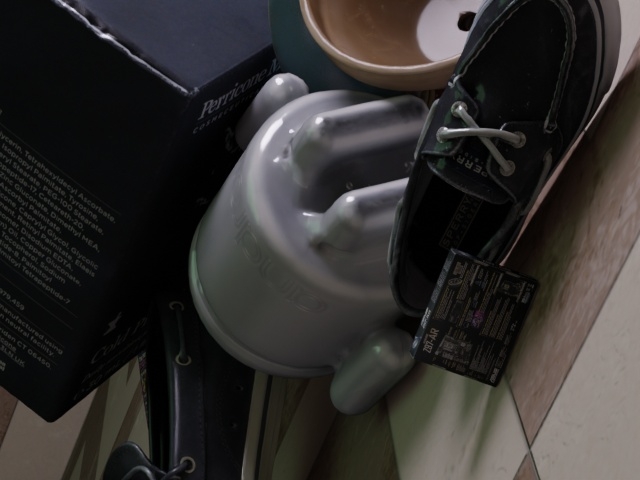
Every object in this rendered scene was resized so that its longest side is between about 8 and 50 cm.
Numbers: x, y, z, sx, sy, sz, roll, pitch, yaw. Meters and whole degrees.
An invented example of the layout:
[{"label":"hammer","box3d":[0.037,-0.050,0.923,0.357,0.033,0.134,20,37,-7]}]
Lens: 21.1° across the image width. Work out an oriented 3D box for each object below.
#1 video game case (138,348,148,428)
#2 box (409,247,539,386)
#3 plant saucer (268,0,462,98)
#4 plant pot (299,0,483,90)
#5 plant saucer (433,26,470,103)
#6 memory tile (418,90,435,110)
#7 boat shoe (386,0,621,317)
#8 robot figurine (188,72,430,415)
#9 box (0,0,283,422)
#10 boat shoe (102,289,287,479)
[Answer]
[{"label":"video game case","box3d":[-0.168,0.192,2.189,0.232,0.042,0.210,-47,50,55]},{"label":"box","box3d":[0.109,0.055,1.225,0.018,0.067,0.083,-119,49,-76]},{"label":"plant saucer","box3d":[0.069,-0.266,1.613,0.317,0.043,0.318,-30,-49,-42]},{"label":"plant pot","box3d":[0.110,-0.212,1.451,0.110,0.237,0.237,51,-132,-54]},{"label":"plant saucer","box3d":[0.131,-0.165,1.654,0.083,0.013,0.083,-161,90,-79]},{"label":"memory tile","box3d":[0.084,-0.066,1.676,0.113,0.012,0.148,116,165,-57]},{"label":"boat shoe","box3d":[0.119,-0.069,1.221,0.102,0.108,0.301,-47,-15,-51]},{"label":"robot figurine","box3d":[0.000,0.000,1.508,0.353,0.199,0.300,128,128,-60]},{"label":"box","box3d":[-0.181,-0.148,1.801,0.480,0.297,0.472,-40,-18,-48]},{"label":"boat shoe","box3d":[-0.132,0.258,1.610,0.187,0.156,0.500,120,161,-56]}]
